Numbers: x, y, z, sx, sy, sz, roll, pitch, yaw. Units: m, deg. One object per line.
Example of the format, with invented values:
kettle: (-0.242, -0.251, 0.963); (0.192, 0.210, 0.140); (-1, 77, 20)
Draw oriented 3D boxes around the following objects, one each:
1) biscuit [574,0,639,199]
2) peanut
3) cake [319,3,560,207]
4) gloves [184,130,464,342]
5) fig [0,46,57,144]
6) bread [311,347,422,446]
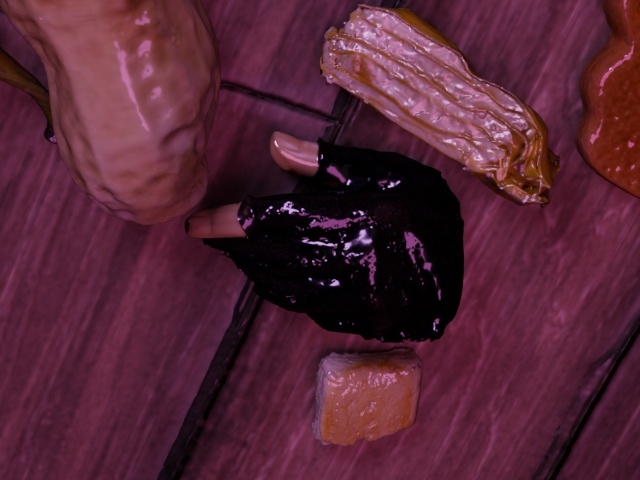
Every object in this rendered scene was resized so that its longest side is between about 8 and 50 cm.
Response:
biscuit: (0.294, -0.174, 1.244); (0.202, 0.047, 0.334); (27, 108, -22)
peanut: (-0.130, -0.138, 1.133); (0.130, 0.130, 0.290); (-15, 119, -3)
cake: (0.093, -0.099, 1.251); (0.185, 0.116, 0.079); (31, 106, 9)
gloves: (0.000, 0.003, 1.246); (0.181, 0.106, 0.129); (1, 120, -16)
fig: (-0.237, -0.115, 1.138); (0.236, 0.124, 0.124); (29, 109, -36)
bread: (0.035, 0.113, 1.355); (0.083, 0.035, 0.070); (-7, 120, -15)
